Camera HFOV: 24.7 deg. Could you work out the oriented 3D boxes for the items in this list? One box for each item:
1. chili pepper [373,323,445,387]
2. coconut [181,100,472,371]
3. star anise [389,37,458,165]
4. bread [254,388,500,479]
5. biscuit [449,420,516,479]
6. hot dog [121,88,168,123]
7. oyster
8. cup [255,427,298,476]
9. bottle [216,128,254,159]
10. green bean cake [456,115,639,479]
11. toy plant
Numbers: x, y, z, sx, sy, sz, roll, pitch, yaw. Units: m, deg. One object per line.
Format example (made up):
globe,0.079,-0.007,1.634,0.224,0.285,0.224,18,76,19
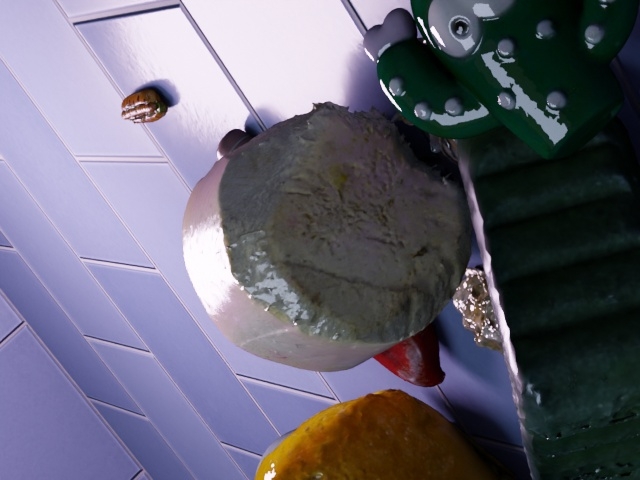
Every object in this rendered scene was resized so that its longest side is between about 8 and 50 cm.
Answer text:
chili pepper,0.078,0.098,1.908,0.252,0.136,0.144,39,113,-10
coconut,0.000,0.000,1.651,0.297,0.297,0.309,48,160,-6
star anise,0.128,-0.142,1.462,0.182,0.065,0.195,34,159,35
bread,0.089,0.406,1.996,0.394,0.361,0.250,52,168,-10
biscuit,0.216,0.348,2.170,0.139,0.016,0.231,38,155,16
hot dog,-0.253,-0.185,2.060,0.049,0.037,0.122,55,154,-14
oyster,0.207,0.096,1.709,0.133,0.072,0.209,55,157,-13
cup,0.018,0.383,2.331,0.205,0.205,0.312,47,159,-3
bottle,-0.071,-0.091,1.887,0.140,0.053,0.053,35,155,22
green bean cake,0.238,0.053,1.336,0.300,0.169,0.308,64,-167,-63
toy plant,0.152,-0.185,1.216,0.243,0.112,0.233,29,109,28
